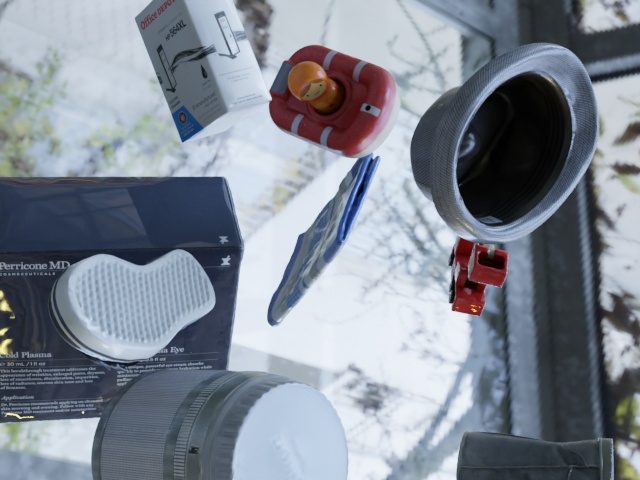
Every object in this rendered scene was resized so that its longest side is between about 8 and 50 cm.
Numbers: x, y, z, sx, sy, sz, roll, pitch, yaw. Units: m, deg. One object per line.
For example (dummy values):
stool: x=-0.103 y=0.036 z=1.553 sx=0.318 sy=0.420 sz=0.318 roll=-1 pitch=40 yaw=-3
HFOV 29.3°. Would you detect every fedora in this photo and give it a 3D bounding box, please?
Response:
fedora: x=0.218 y=-0.128 z=1.573 sx=0.275 sy=0.243 sz=0.124 roll=-46 pitch=-144 yaw=-18

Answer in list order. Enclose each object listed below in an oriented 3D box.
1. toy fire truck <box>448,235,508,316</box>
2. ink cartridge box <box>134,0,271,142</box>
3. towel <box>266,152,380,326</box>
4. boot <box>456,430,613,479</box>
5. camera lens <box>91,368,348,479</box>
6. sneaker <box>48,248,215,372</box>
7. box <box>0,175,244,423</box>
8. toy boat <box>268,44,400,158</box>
toy fire truck: x=0.217 y=0.029 z=1.698 sx=0.192 sy=0.047 sz=0.135 roll=-82 pitch=-175 yaw=-53
ink cartridge box: x=-0.172 y=-0.263 z=1.755 sx=0.148 sy=0.086 sz=0.203 roll=-25 pitch=-93 yaw=55
towel: x=0.000 y=0.000 z=1.960 sx=0.285 sy=0.034 sz=0.209 roll=-51 pitch=-167 yaw=50
boot: x=0.284 y=0.337 z=1.634 sx=0.209 sy=0.076 sz=0.189 roll=0 pitch=-133 yaw=13
camera lens: x=-0.130 y=0.270 z=1.511 sx=0.274 sy=0.219 sz=0.219 roll=-5 pitch=-111 yaw=43
sneaker: x=-0.234 y=0.089 z=1.385 sx=0.127 sy=0.321 sz=0.126 roll=-29 pitch=-97 yaw=17
box: x=-0.299 y=0.082 z=1.736 sx=0.179 sy=0.343 sz=0.312 roll=-109 pitch=-157 yaw=-49
toy boat: x=0.006 y=-0.224 z=1.861 sx=0.231 sy=0.151 sz=0.151 roll=25 pitch=-91 yaw=34
